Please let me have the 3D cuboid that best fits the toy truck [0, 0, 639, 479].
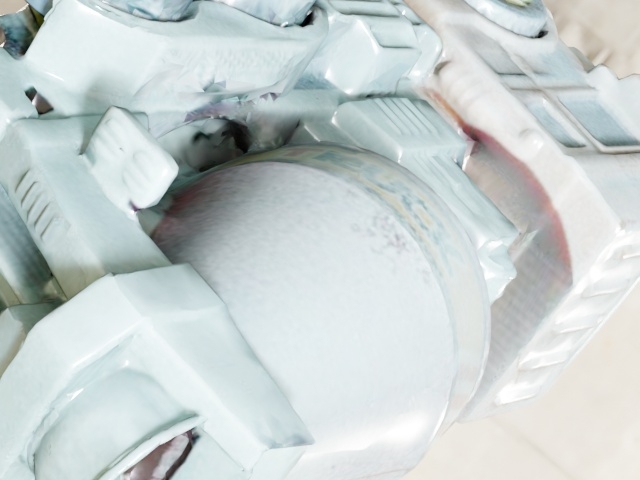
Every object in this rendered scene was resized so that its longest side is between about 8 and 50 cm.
[{"bbox_3d":[0.000,0.000,0.430,0.140,0.108,0.256,48,-151,24],"label":"toy truck"}]
